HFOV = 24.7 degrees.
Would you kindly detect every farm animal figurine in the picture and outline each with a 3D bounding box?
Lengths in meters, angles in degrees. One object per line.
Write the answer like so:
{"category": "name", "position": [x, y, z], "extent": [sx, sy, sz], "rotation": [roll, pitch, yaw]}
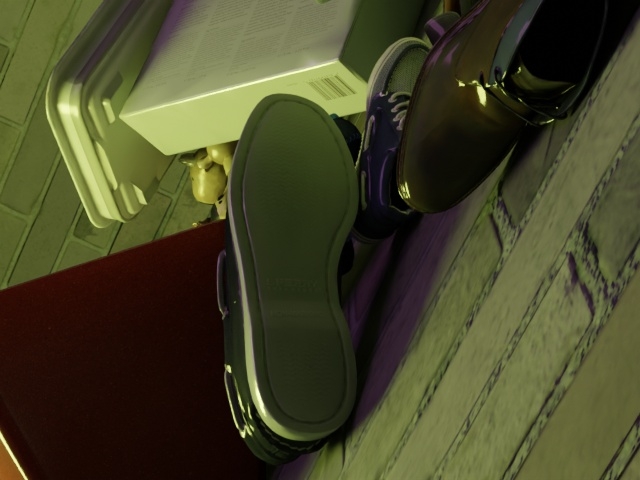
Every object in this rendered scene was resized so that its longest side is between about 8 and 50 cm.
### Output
{"category": "farm animal figurine", "position": [-0.092, -0.108, 1.925], "extent": [0.330, 0.172, 0.327], "rotation": [167, 127, -80]}

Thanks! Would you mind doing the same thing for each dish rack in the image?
{"category": "dish rack", "position": [-0.225, -0.202, 1.924], "extent": [0.285, 0.072, 0.333], "rotation": [78, -147, -49]}

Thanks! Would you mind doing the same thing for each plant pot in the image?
{"category": "plant pot", "position": [-0.190, 0.158, 1.355], "extent": [0.236, 0.267, 0.267], "rotation": [69, 161, 9]}

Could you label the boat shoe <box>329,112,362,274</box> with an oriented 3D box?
{"category": "boat shoe", "position": [0.000, 0.000, 1.317], "extent": [0.109, 0.089, 0.258], "rotation": [-34, -27, -38]}

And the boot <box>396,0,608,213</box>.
{"category": "boot", "position": [0.108, -0.096, 0.893], "extent": [0.219, 0.082, 0.106], "rotation": [-61, 7, 22]}

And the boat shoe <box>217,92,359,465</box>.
{"category": "boat shoe", "position": [-0.033, 0.026, 1.153], "extent": [0.091, 0.114, 0.303], "rotation": [128, 151, -55]}

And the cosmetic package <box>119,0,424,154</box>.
{"category": "cosmetic package", "position": [-0.044, -0.264, 1.738], "extent": [0.377, 0.097, 0.284], "rotation": [-8, 54, 44]}

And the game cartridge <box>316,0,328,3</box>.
{"category": "game cartridge", "position": [0.079, -0.314, 1.428], "extent": [0.297, 0.198, 0.062], "rotation": [152, 98, -77]}

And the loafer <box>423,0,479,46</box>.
{"category": "loafer", "position": [0.107, -0.152, 1.136], "extent": [0.062, 0.061, 0.170], "rotation": [125, 166, -50]}

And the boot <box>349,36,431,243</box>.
{"category": "boot", "position": [0.074, -0.091, 1.204], "extent": [0.086, 0.069, 0.190], "rotation": [149, 137, -65]}
